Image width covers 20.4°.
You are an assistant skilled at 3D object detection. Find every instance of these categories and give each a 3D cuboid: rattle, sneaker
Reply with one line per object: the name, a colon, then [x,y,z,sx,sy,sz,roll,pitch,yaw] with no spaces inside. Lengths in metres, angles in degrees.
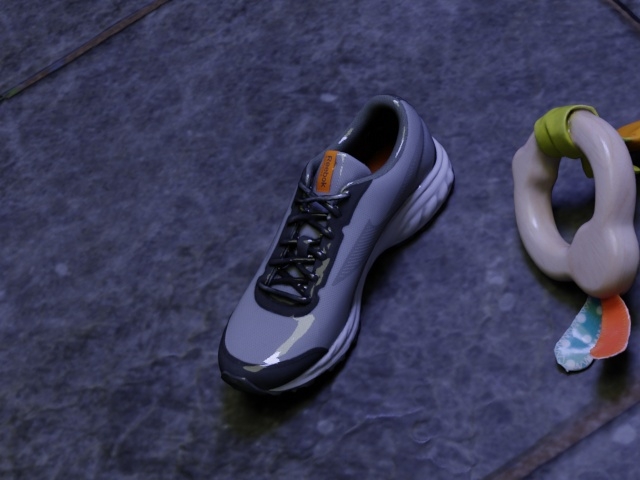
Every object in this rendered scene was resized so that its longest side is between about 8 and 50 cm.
rattle: [0.227,0.001,1.315,0.130,0.143,0.199,-41,55,33]
sneaker: [0.000,0.000,1.366,0.100,0.108,0.271,18,63,33]
